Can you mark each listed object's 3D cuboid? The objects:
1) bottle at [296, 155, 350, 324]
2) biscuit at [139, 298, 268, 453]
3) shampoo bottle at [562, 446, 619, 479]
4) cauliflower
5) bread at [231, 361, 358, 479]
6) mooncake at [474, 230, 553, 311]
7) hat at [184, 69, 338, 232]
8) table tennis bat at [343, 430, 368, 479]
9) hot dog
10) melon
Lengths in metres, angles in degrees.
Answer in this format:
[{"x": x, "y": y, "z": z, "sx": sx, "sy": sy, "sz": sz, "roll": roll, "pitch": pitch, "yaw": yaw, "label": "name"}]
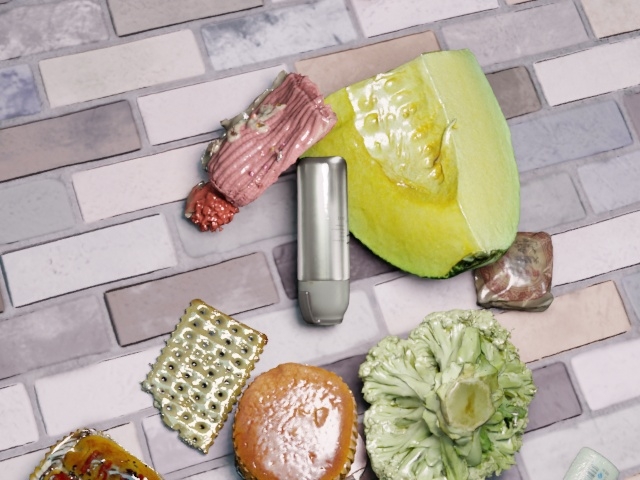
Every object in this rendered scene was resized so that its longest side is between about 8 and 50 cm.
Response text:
[{"x": 0.000, "y": 0.000, "z": 1.805, "sx": 0.096, "sy": 0.079, "sz": 0.253, "roll": -7, "pitch": 98, "yaw": -53, "label": "bottle"}, {"x": -0.179, "y": 0.195, "z": 1.783, "sx": 0.144, "sy": 0.016, "sz": 0.203, "roll": 30, "pitch": 68, "yaw": 1, "label": "biscuit"}, {"x": 0.371, "y": 0.401, "z": 1.788, "sx": 0.069, "sy": 0.041, "sz": 0.190, "roll": 39, "pitch": 70, "yaw": -1, "label": "shampoo bottle"}, {"x": 0.193, "y": 0.230, "z": 1.709, "sx": 0.272, "sy": 0.250, "sz": 0.275, "roll": -13, "pitch": 78, "yaw": -11, "label": "cauliflower"}, {"x": -0.036, "y": 0.272, "z": 1.725, "sx": 0.199, "sy": 0.104, "sz": 0.199, "roll": 1, "pitch": 69, "yaw": -1, "label": "bread"}, {"x": 0.303, "y": 0.045, "z": 1.886, "sx": 0.125, "sy": 0.073, "sz": 0.130, "roll": 4, "pitch": 69, "yaw": -6, "label": "mooncake"}, {"x": -0.106, "y": -0.133, "z": 1.821, "sx": 0.107, "sy": 0.236, "sz": 0.286, "roll": 38, "pitch": 100, "yaw": -26, "label": "hat"}, {"x": 0.032, "y": 0.334, "z": 1.771, "sx": 0.095, "sy": 0.014, "sz": 0.158, "roll": -24, "pitch": 74, "yaw": -16, "label": "table tennis bat"}, {"x": -0.279, "y": 0.381, "z": 1.668, "sx": 0.270, "sy": 0.082, "sz": 0.162, "roll": 39, "pitch": 68, "yaw": 6, "label": "hot dog"}, {"x": 0.154, "y": -0.106, "z": 1.840, "sx": 0.331, "sy": 0.226, "sz": 0.343, "roll": -18, "pitch": 84, "yaw": -11, "label": "melon"}]
